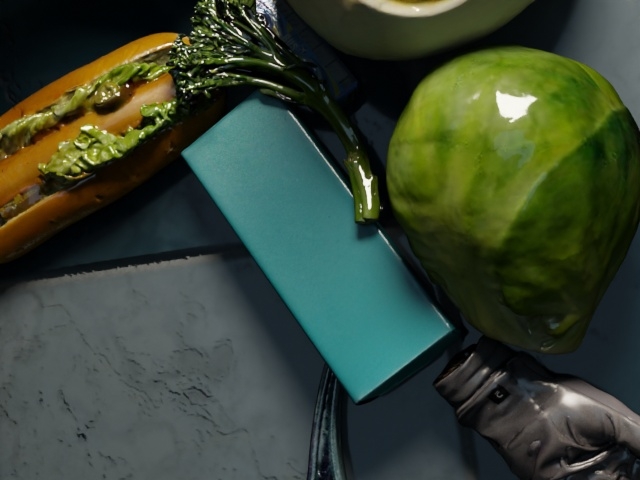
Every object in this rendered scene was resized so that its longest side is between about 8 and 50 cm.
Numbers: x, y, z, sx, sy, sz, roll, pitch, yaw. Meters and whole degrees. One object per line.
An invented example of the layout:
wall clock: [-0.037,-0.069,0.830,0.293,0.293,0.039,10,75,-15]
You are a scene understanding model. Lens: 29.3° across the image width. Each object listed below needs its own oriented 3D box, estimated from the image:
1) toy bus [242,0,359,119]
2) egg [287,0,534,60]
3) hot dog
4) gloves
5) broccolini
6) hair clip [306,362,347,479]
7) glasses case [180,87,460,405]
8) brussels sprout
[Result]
toy bus: [-0.025,-0.188,1.199,0.061,0.051,0.153,-36,80,-7]
egg: [0.098,-0.314,1.067,0.345,0.283,0.283,-35,80,-22]
hot dog: [-0.237,-0.098,1.202,0.337,0.100,0.135,-29,81,7]
gloves: [0.230,0.184,1.094,0.285,0.119,0.142,45,105,24]
broccolini: [-0.045,-0.113,1.120,0.123,0.062,0.271,-35,76,-2]
hair clip: [0.021,0.144,1.167,0.083,0.048,0.275,8,86,15]
glasses case: [-0.001,0.001,1.153,0.117,0.070,0.301,-38,74,8]
brussels sprout: [0.174,-0.036,1.074,0.210,0.219,0.271,4,107,26]
